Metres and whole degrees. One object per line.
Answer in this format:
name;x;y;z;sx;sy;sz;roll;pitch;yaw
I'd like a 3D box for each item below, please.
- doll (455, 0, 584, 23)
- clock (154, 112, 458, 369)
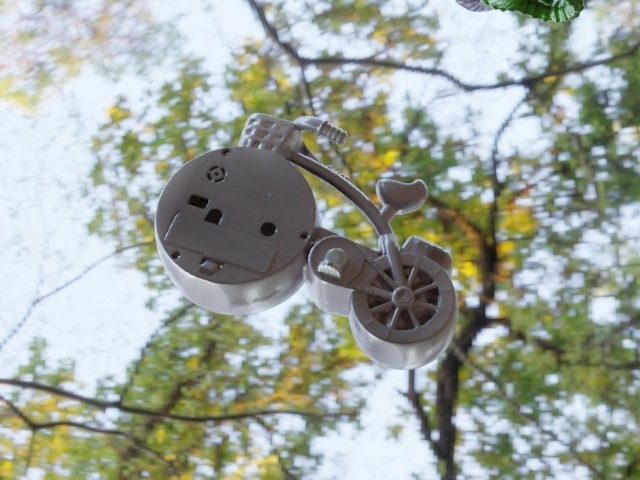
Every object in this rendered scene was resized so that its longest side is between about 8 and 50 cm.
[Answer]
doll;0.147;-0.230;1.356;0.190;0.115;0.050;18;-102;-31
clock;0.000;0.000;0.613;0.129;0.041;0.087;25;-117;16
